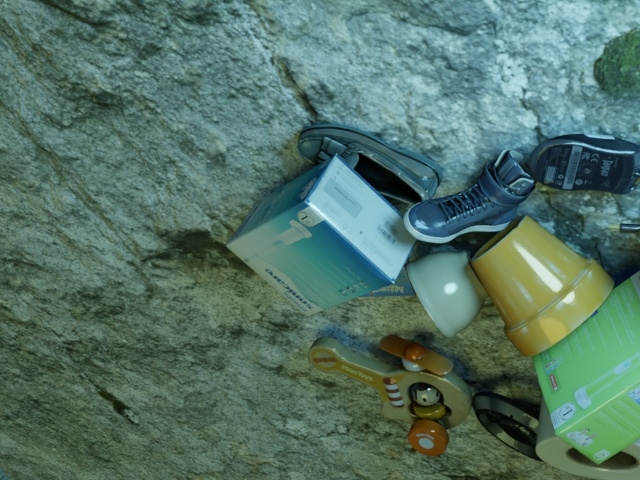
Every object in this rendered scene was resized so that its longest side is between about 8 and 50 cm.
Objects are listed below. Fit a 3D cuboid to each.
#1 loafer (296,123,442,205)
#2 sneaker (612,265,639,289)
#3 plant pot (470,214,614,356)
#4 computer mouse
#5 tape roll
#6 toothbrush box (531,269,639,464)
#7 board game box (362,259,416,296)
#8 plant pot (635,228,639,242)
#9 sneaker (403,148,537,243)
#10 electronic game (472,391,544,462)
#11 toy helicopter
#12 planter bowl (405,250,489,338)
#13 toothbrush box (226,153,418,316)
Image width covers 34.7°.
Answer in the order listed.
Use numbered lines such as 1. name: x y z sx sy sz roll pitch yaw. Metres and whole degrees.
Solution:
1. loafer: 0.078 -0.131 1.794 0.268 0.084 0.096 17 136 9
2. sneaker: 0.541 0.131 1.839 0.090 0.081 0.232 20 138 -15
3. plant pot: 0.369 0.065 1.781 0.188 0.205 0.205 49 134 0
4. computer mouse: 0.468 -0.096 1.669 0.262 0.060 0.184 3 128 7
5. tape roll: 0.533 0.331 1.909 0.246 0.169 0.246 11 151 6
6. toothbrush box: 0.509 0.200 1.693 0.122 0.206 0.283 35 117 -26
7. board game box: 0.042 0.053 2.025 0.281 0.027 0.145 -3 128 27
8. plant pot: 0.660 0.005 1.560 0.254 0.237 0.237 -39 109 21
9. sneaker: 0.255 -0.077 1.696 0.086 0.226 0.163 63 145 25
10. electronic game: 0.412 0.384 2.103 0.229 0.048 0.229 32 159 13
11. toy helicopter: 0.144 0.279 2.116 0.355 0.140 0.235 21 134 9
12. planter bowl: 0.244 0.085 1.885 0.109 0.162 0.162 -32 115 13
13. toothbrush box: 0.000 0.000 1.847 0.216 0.126 0.295 42 146 -14
